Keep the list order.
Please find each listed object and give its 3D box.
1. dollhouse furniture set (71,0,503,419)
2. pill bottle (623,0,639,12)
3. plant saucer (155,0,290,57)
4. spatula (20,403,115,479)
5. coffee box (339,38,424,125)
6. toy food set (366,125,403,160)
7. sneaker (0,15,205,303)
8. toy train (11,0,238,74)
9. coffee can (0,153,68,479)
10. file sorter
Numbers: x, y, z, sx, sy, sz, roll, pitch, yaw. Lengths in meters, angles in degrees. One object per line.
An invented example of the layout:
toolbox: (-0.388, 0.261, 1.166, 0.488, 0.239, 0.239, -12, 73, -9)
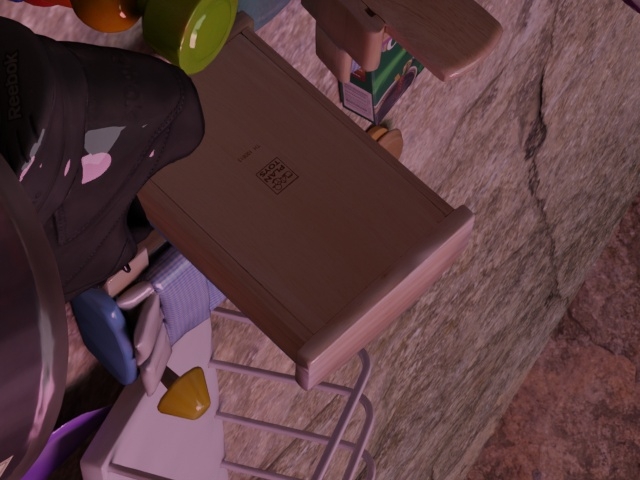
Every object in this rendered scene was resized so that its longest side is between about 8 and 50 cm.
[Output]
dollhouse furniture set: (0.000, 0.000, 1.109, 0.286, 0.198, 0.303, -41, 162, -20)
pill bottle: (0.341, -0.314, 1.632, 0.169, 0.169, 0.301, -60, 164, 9)
plant saucer: (-0.036, -0.189, 1.032, 0.195, 0.037, 0.195, -49, 162, -22)
spatula: (-0.245, 0.241, 1.241, 0.296, 0.030, 0.084, -61, 162, 15)
coffee box: (0.058, -0.178, 1.307, 0.113, 0.040, 0.184, -52, 163, -17)
toy food set: (0.047, -0.068, 1.514, 0.082, 0.020, 0.083, -62, 163, 18)
sneaker: (-0.154, 0.007, 0.777, 0.130, 0.109, 0.286, -2, 154, -42)
toy train: (-0.104, -0.121, 0.774, 0.248, 0.143, 0.105, -54, 163, -11)
coffee can: (-0.252, 0.059, 0.586, 0.275, 0.201, 0.201, -30, 149, -57)
file sorter: (-0.056, 0.214, 1.312, 0.193, 0.173, 0.277, -63, 158, -44)
